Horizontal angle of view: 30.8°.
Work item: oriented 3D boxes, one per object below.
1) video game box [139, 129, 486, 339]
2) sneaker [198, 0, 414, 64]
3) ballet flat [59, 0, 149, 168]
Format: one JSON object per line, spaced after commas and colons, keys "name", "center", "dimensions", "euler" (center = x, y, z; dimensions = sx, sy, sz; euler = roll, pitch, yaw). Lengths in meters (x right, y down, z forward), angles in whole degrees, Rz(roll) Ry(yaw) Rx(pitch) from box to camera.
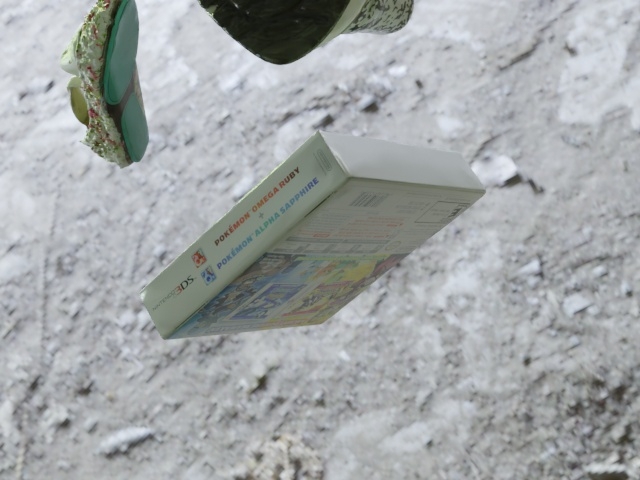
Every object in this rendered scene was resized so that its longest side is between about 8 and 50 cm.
{"name": "video game box", "center": [0.000, 0.000, 0.841], "dimensions": [0.187, 0.205, 0.048], "euler": [-42, 68, 25]}
{"name": "sneaker", "center": [-0.060, -0.296, 0.907], "dimensions": [0.158, 0.182, 0.410], "euler": [-37, 69, 25]}
{"name": "ballet flat", "center": [-0.225, -0.162, 1.183], "dimensions": [0.077, 0.241, 0.091], "euler": [17, 53, 8]}
